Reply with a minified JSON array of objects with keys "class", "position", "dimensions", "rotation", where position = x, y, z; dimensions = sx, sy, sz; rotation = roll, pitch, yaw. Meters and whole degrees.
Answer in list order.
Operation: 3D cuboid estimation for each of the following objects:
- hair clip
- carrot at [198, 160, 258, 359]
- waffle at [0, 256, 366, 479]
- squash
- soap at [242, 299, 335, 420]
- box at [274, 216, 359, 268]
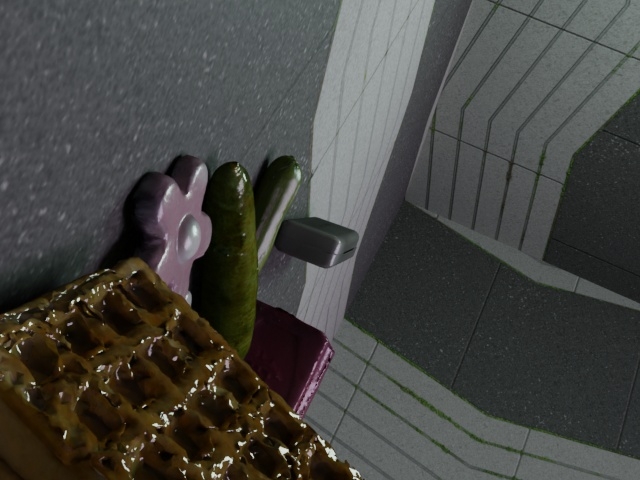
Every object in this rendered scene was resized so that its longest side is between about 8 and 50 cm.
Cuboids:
[{"class":"hair clip","position":[-0.145,0.053,0.706],"dimensions":[0.146,0.075,0.257],"rotation":[-29,139,-69]},{"class":"carrot","position":[-0.104,0.037,0.902],"dimensions":[0.358,0.074,0.074],"rotation":[102,15,-50]},{"class":"waffle","position":[-0.083,0.157,0.513],"dimensions":[0.091,0.308,0.213],"rotation":[-46,178,19]},{"class":"squash","position":[-0.072,-0.022,0.998],"dimensions":[0.052,0.052,0.183],"rotation":[2,110,-81]},{"class":"soap","position":[-0.096,0.222,1.155],"dimensions":[0.099,0.162,0.250],"rotation":[75,39,-77]},{"class":"box","position":[0.000,0.000,1.332],"dimensions":[0.244,0.103,0.055],"rotation":[-18,128,-79]}]
